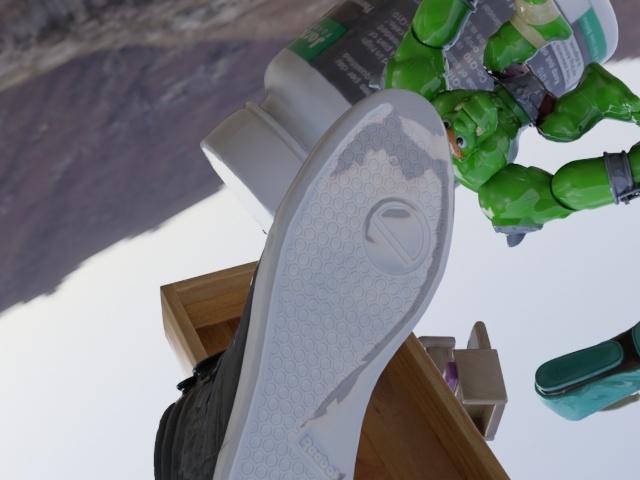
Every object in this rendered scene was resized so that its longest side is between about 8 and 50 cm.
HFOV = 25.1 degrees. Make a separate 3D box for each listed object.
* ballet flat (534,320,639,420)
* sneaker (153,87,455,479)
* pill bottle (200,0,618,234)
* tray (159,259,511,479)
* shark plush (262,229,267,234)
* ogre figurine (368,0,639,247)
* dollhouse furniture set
[{"bbox_3d":[0.371,0.143,1.664,0.247,0.087,0.083,-24,-142,17],"label":"ballet flat"},{"bbox_3d":[-0.020,0.054,0.822,0.147,0.104,0.296,-4,-115,66],"label":"sneaker"},{"bbox_3d":[0.080,-0.140,1.331,0.361,0.204,0.204,-40,-170,-6],"label":"pill bottle"},{"bbox_3d":[0.014,0.168,1.295,0.203,0.076,0.411,-15,-139,-17],"label":"tray"},{"bbox_3d":[0.000,0.000,1.721,0.161,0.067,0.073,11,178,-19],"label":"shark plush"},{"bbox_3d":[0.117,-0.082,0.875,0.118,0.197,0.097,-41,-172,7],"label":"ogre figurine"},{"bbox_3d":[0.015,0.190,1.594,0.303,0.286,0.198,2,-137,-10],"label":"dollhouse furniture set"}]
